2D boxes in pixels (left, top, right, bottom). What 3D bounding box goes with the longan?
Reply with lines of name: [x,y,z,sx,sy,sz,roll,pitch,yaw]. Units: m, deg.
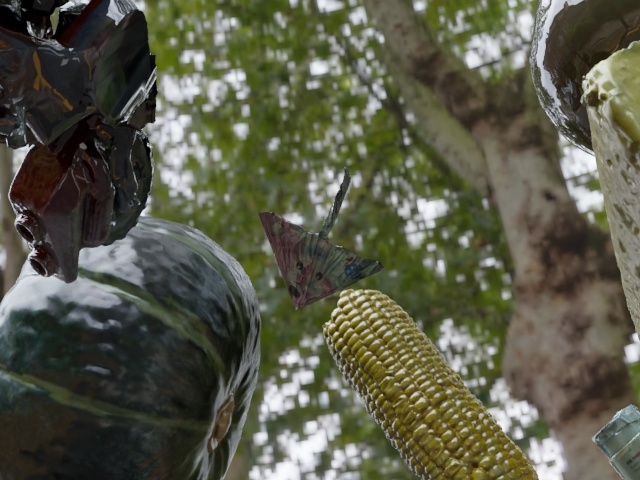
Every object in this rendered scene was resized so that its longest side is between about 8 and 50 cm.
longan: [0.313,-0.174,1.385,0.248,0.248,0.248,-5,-39,-4]

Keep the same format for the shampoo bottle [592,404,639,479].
shampoo bottle: [0.395,0.279,1.644,0.072,0.212,0.049,-46,-14,9]

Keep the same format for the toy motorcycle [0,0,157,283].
toy motorcycle: [-0.131,-0.060,0.679,0.122,0.082,0.213,-44,-34,-27]

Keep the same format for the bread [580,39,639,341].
bread: [0.346,-0.003,1.247,0.233,0.245,0.361,-28,-25,-16]

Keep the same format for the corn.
corn: [0.084,0.135,1.157,0.080,0.238,0.080,-33,-26,-18]

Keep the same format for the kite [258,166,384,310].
kite: [0.000,0.000,1.443,0.139,0.011,0.156,26,-72,12]

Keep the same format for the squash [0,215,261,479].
squash: [-0.141,0.105,1.065,0.165,0.252,0.252,17,-38,12]
